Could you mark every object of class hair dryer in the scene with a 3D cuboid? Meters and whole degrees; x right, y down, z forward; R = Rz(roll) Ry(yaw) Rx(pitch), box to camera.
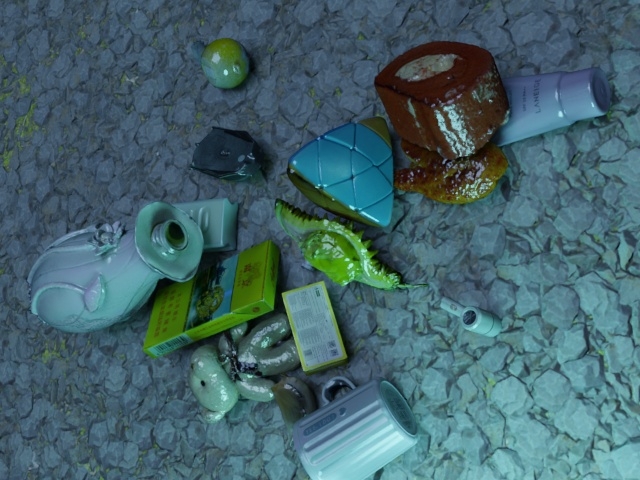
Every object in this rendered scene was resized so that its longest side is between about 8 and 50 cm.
[{"bbox_3d":[0.276,0.139,1.629,0.137,0.082,0.047,29,95,47],"label":"hair dryer"}]

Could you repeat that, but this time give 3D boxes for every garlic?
[{"bbox_3d":[-0.047,0.346,1.767,0.084,0.066,0.152,-19,95,29],"label":"garlic"}]

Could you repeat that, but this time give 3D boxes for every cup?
[{"bbox_3d":[0.060,0.355,1.650,0.202,0.167,0.221,-35,66,16],"label":"cup"}]

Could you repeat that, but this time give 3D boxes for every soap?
[{"bbox_3d":[-0.292,-0.032,1.987,0.198,0.066,0.119,-5,75,29],"label":"soap"}]

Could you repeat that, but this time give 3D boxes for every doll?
[{"bbox_3d":[-0.172,0.259,1.823,0.278,0.149,0.175,-31,40,9],"label":"doll"}]

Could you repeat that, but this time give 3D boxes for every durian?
[{"bbox_3d":[0.044,0.018,1.734,0.375,0.107,0.132,33,98,18],"label":"durian"}]

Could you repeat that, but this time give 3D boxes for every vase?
[{"bbox_3d":[-0.468,0.065,1.931,0.445,0.250,0.250,-25,68,36],"label":"vase"}]

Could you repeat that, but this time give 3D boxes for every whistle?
[{"bbox_3d":[-0.242,-0.438,2.031,0.223,0.123,0.123,35,98,48],"label":"whistle"}]

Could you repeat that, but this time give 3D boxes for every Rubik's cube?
[{"bbox_3d":[0.086,-0.142,1.738,0.254,0.254,0.254,-7,76,28],"label":"Rubik's cube"}]

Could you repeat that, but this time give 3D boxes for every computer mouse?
[{"bbox_3d":[-0.216,-0.193,1.978,0.231,0.071,0.126,15,74,39],"label":"computer mouse"}]

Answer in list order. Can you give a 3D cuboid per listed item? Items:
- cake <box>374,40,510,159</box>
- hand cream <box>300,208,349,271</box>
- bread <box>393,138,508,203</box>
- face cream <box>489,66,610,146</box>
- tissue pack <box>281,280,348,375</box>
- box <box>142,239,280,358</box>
[{"bbox_3d":[0.243,-0.283,1.652,0.177,0.151,0.283,-37,33,-13],"label":"cake"},{"bbox_3d":[0.000,0.000,1.829,0.084,0.053,0.142,22,80,32],"label":"hand cream"},{"bbox_3d":[0.247,-0.148,1.691,0.269,0.095,0.139,14,79,35],"label":"bread"},{"bbox_3d":[0.414,-0.264,1.633,0.274,0.096,0.154,-8,78,42],"label":"face cream"},{"bbox_3d":[-0.011,0.184,1.768,0.095,0.062,0.176,-18,69,-1],"label":"tissue pack"},{"bbox_3d":[-0.243,0.133,1.888,0.335,0.047,0.187,-23,37,23],"label":"box"}]
